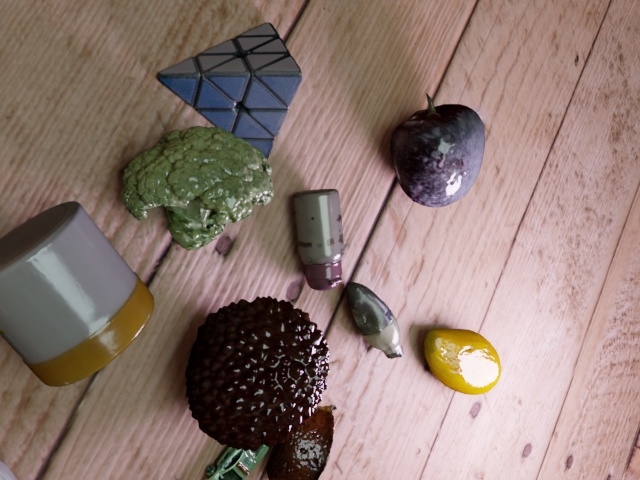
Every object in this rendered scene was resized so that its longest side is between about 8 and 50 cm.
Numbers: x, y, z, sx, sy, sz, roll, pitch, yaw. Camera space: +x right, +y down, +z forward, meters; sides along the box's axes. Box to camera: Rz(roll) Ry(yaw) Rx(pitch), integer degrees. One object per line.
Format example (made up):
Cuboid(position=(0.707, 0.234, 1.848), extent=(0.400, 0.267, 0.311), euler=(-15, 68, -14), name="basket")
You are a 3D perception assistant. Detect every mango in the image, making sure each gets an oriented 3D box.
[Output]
Cuboid(position=(0.401, 0.337, 1.981), extent=(0.316, 0.119, 0.177), euler=(30, 83, -31), name="mango")

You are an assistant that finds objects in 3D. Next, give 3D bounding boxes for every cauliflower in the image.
Cuboid(position=(-0.236, -0.096, 1.405), extent=(0.272, 0.275, 0.250), euler=(-64, 173, -52), name="cauliflower")

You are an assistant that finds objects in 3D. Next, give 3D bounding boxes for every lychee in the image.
Cuboid(position=(-0.130, 0.273, 1.444), extent=(0.306, 0.330, 0.306), euler=(38, 41, -43), name="lychee")

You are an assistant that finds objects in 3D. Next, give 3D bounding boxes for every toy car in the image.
Cuboid(position=(-0.182, 0.501, 1.565), extent=(0.186, 0.058, 0.093), euler=(-50, 123, -25), name="toy car")

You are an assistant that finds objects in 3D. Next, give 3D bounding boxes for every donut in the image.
Cuboid(position=(-0.042, 0.478, 1.633), extent=(0.126, 0.144, 0.187), euler=(20, 108, -18), name="donut")

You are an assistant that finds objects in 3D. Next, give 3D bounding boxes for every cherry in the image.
Cuboid(position=(0.299, -0.227, 1.792), extent=(0.255, 0.218, 0.297), euler=(-33, 127, -36), name="cherry")

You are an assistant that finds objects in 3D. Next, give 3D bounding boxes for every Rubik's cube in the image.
Cuboid(position=(-0.151, -0.326, 1.472), extent=(0.228, 0.229, 0.233), euler=(-44, 171, 14), name="Rubik's cube")

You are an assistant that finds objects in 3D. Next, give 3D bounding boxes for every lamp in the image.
Cuboid(position=(0.137, 0.201, 1.770), extent=(0.101, 0.101, 0.250), euler=(-43, 114, -28), name="lamp")

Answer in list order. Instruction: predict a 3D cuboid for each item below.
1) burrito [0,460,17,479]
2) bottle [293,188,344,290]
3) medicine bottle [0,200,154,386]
Cuboid(position=(-0.636, 0.368, 1.163), extent=(0.139, 0.101, 0.446), euler=(-51, 122, -29), name="burrito")
Cuboid(position=(0.000, 0.000, 1.638), extent=(0.109, 0.109, 0.234), euler=(-13, 103, -37), name="bottle")
Cuboid(position=(-0.446, 0.088, 1.206), extent=(0.238, 0.237, 0.232), euler=(-45, 117, -27), name="medicine bottle")
